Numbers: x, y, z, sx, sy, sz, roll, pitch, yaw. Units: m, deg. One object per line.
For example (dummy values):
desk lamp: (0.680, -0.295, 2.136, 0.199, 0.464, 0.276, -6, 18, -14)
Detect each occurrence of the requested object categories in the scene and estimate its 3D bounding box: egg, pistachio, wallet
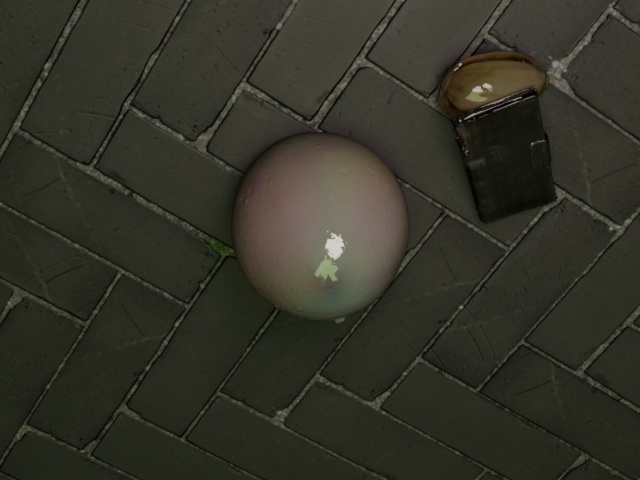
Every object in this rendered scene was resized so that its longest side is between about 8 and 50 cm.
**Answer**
egg: (0.000, 0.000, 1.735, 0.354, 0.340, 0.355, -1, 116, -1)
pistachio: (0.323, -0.289, 1.705, 0.206, 0.130, 0.131, -8, 133, -4)
wallet: (0.360, -0.155, 1.751, 0.168, 0.044, 0.317, -21, 140, 7)
